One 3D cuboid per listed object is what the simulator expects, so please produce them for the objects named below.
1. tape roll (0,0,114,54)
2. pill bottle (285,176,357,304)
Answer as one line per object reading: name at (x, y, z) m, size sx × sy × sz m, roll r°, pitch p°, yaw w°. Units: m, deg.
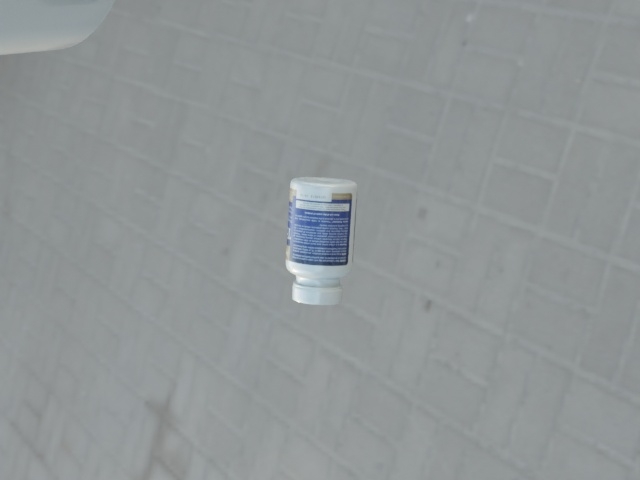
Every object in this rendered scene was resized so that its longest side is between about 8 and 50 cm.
tape roll at (-0.306, -0.282, 1.184) m, size 0.246 × 0.169 × 0.246 m, roll 12°, pitch 108°, yaw 41°
pill bottle at (0.000, 0.000, 1.335) m, size 0.067 × 0.067 × 0.120 m, roll 16°, pitch 105°, yaw 58°
